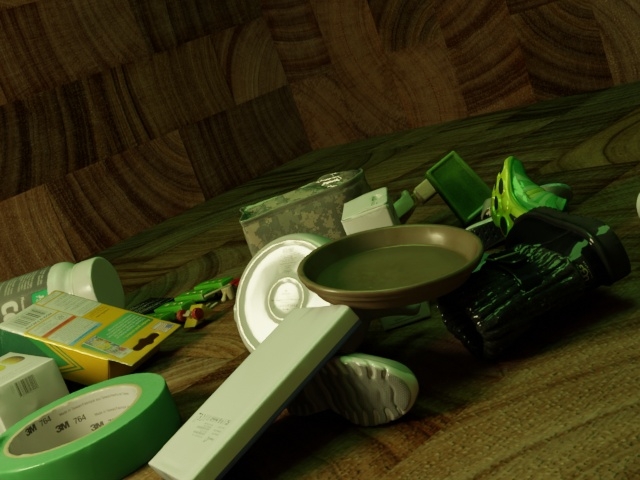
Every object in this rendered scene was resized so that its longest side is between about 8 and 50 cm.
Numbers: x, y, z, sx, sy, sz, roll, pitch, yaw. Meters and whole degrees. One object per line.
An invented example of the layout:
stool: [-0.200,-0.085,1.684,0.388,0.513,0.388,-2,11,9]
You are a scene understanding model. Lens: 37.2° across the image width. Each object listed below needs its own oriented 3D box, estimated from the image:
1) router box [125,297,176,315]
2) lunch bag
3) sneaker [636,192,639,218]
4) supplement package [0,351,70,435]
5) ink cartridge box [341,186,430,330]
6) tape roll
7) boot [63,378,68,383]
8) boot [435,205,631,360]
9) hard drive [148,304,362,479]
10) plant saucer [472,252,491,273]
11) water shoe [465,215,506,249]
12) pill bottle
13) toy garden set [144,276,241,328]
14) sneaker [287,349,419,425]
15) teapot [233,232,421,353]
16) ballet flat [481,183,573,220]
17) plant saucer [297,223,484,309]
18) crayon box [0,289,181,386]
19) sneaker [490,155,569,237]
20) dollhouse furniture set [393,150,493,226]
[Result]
router box: [-0.451,0.194,2.324,0.179,0.046,0.133,-28,13,-33]
lunch bag: [0.000,0.000,1.986,0.287,0.235,0.169,-20,14,1]
sneaker: [0.664,-0.076,1.609,0.236,0.095,0.104,-24,18,7]
supplement package: [-0.591,0.308,1.831,0.139,0.134,0.244,-28,14,-35]
ink cartridge box: [0.117,0.030,1.703,0.092,0.218,0.158,-19,12,8]
tape roll: [-0.393,0.326,1.568,0.321,0.077,0.321,-19,11,4]
boot: [-0.660,0.290,2.128,0.280,0.096,0.264,-11,17,43]
boot: [0.295,0.061,1.489,0.260,0.131,0.348,-31,3,-6]
hard drive: [-0.096,0.218,1.341,0.319,0.040,0.210,-46,13,-20]
plant saucer: [0.285,0.050,1.814,0.119,0.021,0.119,-19,12,4]
water shoe: [0.381,-0.038,1.929,0.203,0.073,0.080,-17,10,12]
pill bottle: [-0.705,0.173,2.456,0.361,0.204,0.204,-18,12,13]
toy garden set: [-0.284,0.154,2.237,0.203,0.049,0.244,-11,14,44]
sneaker: [0.047,0.191,1.370,0.115,0.105,0.281,-29,14,-35]
teapot: [-0.011,0.116,1.612,0.252,0.256,0.187,-52,-34,11]
ballet flat: [0.436,-0.067,2.023,0.213,0.072,0.068,-10,43,42]
plant saucer: [0.104,0.038,1.407,0.277,0.041,0.278,-8,18,3]
crayon box: [-0.483,0.213,1.999,0.322,0.083,0.203,13,23,18]
sneaker: [0.400,-0.054,1.804,0.123,0.109,0.296,7,36,-10]
dollhouse furniture set: [0.237,-0.043,2.214,0.301,0.151,0.197,-39,-7,-5]
